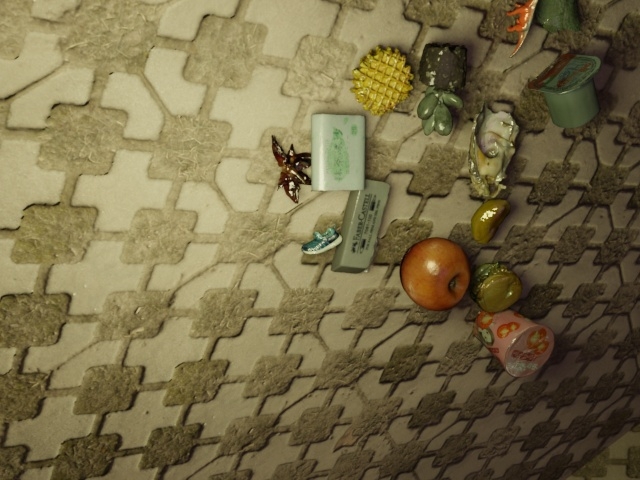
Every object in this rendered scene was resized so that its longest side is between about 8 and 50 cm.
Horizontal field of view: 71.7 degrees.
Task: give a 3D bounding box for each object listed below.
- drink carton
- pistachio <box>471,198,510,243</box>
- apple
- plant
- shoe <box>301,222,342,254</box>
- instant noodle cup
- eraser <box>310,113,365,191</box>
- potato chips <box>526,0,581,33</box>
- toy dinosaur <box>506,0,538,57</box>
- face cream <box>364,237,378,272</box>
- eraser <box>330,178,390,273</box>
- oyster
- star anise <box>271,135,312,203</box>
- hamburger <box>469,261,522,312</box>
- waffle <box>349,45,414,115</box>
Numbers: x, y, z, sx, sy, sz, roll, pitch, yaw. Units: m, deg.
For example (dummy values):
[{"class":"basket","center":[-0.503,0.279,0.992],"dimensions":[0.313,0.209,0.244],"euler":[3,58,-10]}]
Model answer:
[{"class":"drink carton","center":[0.858,-0.499,1.525],"dimensions":[0.185,0.191,0.190],"euler":[-39,125,-4]},{"class":"pistachio","center":[0.624,-0.079,1.651],"dimensions":[0.110,0.100,0.190],"euler":[22,118,-2]},{"class":"apple","center":[0.420,0.124,1.594],"dimensions":[0.251,0.206,0.272],"euler":[-1,109,-23]},{"class":"plant","center":[0.375,-0.467,1.383],"dimensions":[0.148,0.146,0.275],"euler":[0,113,1]},{"class":"shoe","center":[0.000,0.000,1.474],"dimensions":[0.142,0.064,0.071],"euler":[-24,106,-6]},{"class":"instant noodle cup","center":[0.777,0.392,1.813],"dimensions":[0.242,0.231,0.243],"euler":[-7,114,-17]},{"class":"eraser","center":[0.054,-0.264,1.350],"dimensions":[0.173,0.081,0.227],"euler":[-3,99,-19]},{"class":"potato chips","center":[0.778,-0.770,1.454],"dimensions":[0.228,0.059,0.167],"euler":[-9,123,-16]},{"class":"toy dinosaur","center":[0.647,-0.727,1.399],"dimensions":[0.055,0.101,0.280],"euler":[-21,128,-23]},{"class":"face cream","center":[0.174,0.049,1.570],"dimensions":[0.034,0.034,0.130],"euler":[7,107,-22]},{"class":"eraser","center":[0.134,-0.038,1.497],"dimensions":[0.111,0.077,0.353],"euler":[6,109,-23]},{"class":"oyster","center":[0.585,-0.321,1.538],"dimensions":[0.275,0.100,0.271],"euler":[42,91,-16]},{"class":"star anise","center":[-0.073,-0.220,1.363],"dimensions":[0.156,0.053,0.213],"euler":[-10,94,-30]},{"class":"hamburger","center":[0.691,0.191,1.767],"dimensions":[0.189,0.122,0.215],"euler":[-41,122,6]},{"class":"waffle","center":[0.187,-0.481,1.349],"dimensions":[0.193,0.070,0.197],"euler":[-40,121,-2]}]
